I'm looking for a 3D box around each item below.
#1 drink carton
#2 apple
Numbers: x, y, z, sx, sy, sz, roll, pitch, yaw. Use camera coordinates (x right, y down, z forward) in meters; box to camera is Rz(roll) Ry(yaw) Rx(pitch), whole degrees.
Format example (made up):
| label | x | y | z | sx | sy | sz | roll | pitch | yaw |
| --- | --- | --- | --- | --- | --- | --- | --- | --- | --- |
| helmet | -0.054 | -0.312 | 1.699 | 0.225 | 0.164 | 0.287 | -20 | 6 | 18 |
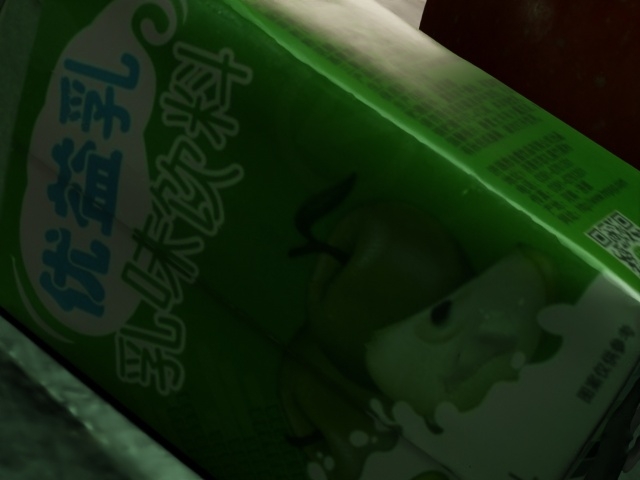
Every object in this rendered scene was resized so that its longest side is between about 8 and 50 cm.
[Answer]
| label | x | y | z | sx | sy | sz | roll | pitch | yaw |
| --- | --- | --- | --- | --- | --- | --- | --- | --- | --- |
| drink carton | 0.000 | 0.000 | 0.530 | 0.271 | 0.161 | 0.108 | 35 | 26 | 16 |
| apple | 0.178 | -0.080 | 0.796 | 0.260 | 0.217 | 0.260 | 22 | 24 | -10 |
